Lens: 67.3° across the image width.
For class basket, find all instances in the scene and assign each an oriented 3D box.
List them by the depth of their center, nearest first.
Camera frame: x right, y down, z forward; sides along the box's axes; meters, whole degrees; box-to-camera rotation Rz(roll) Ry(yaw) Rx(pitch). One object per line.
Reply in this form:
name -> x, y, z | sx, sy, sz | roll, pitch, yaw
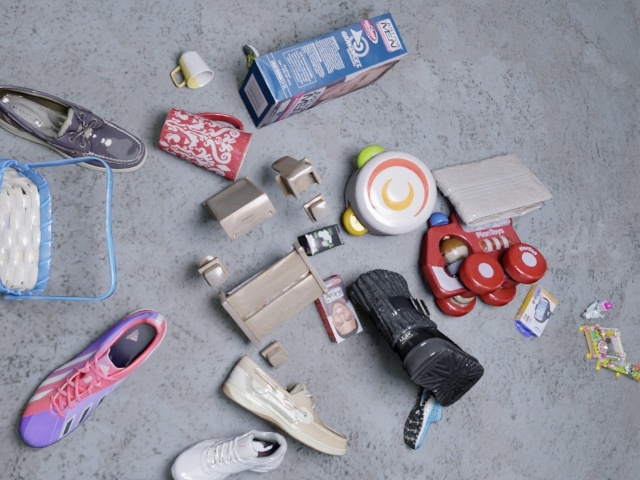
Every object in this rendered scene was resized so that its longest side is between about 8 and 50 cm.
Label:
basket -> -0.510, -0.013, 0.839 | 0.289, 0.201, 0.254 | -4, 85, -11

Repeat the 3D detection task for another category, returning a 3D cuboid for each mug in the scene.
mug -> -0.243, -0.212, 1.029 | 0.170, 0.150, 0.113 | 20, 114, -13
mug -> -0.281, -0.372, 1.042 | 0.078, 0.062, 0.064 | -28, 86, -27

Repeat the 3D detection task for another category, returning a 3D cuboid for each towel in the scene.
towel -> 0.442, -0.135, 1.247 | 0.283, 0.049, 0.187 | -13, 54, -20

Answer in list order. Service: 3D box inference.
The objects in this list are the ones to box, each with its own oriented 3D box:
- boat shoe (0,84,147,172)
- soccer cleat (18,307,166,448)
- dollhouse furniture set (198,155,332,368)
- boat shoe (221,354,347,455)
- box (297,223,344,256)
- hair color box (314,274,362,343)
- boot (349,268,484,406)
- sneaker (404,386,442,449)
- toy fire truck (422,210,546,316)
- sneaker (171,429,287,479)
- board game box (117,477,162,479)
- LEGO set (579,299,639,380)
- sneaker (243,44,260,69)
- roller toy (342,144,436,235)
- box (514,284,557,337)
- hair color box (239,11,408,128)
boat shoe -> -0.482, -0.214, 0.930 | 0.286, 0.092, 0.102 | 23, 77, -17
soccer cleat -> -0.419, 0.249, 0.889 | 0.318, 0.116, 0.108 | -44, 100, -19
dollhouse furniture set -> -0.085, 0.040, 1.050 | 0.303, 0.174, 0.355 | -34, 118, -8
boat shoe -> -0.058, 0.352, 1.020 | 0.302, 0.109, 0.098 | 34, 75, -8
box -> 0.000, 0.000, 1.101 | 0.083, 0.062, 0.052 | -20, 92, -21
hair color box -> 0.035, 0.156, 1.106 | 0.072, 0.043, 0.141 | -24, 93, -22
boot -> 0.224, 0.218, 1.103 | 0.131, 0.260, 0.348 | -41, 137, 3
sneaker -> 0.260, 0.425, 1.151 | 0.073, 0.063, 0.162 | 34, 74, -17
toy fire truck -> 0.383, 0.034, 1.205 | 0.303, 0.169, 0.253 | -9, 61, -20
sneaker -> -0.174, 0.418, 0.953 | 0.232, 0.115, 0.090 | -4, 54, -26
board game box -> -0.255, 0.549, 0.902 | 0.276, 0.144, 0.141 | 12, 80, -18
LEGO set -> 0.844, 0.313, 1.354 | 0.132, 0.107, 0.287 | -38, 97, -20
sneaker -> -0.154, -0.410, 1.106 | 0.035, 0.031, 0.083 | -36, 97, -20
roller toy -> 0.159, -0.103, 1.127 | 0.191, 0.146, 0.209 | 11, 86, -10
box -> 0.586, 0.198, 1.315 | 0.081, 0.028, 0.136 | 39, 71, -12
hair color box -> 0.006, -0.380, 1.086 | 0.348, 0.174, 0.105 | -28, 95, -20
